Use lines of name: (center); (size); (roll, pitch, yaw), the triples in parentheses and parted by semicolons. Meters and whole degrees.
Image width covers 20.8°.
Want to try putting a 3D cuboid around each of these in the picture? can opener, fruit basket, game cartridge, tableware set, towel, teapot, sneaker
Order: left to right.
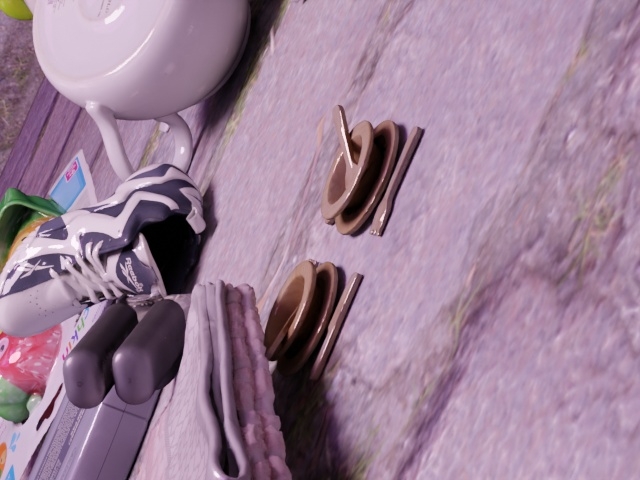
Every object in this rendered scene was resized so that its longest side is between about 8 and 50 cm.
fruit basket: (-0.323, 0.097, 1.911); (0.327, 0.165, 0.353); (-61, 20, 18)
game cartridge: (-0.230, 0.224, 1.629); (0.297, 0.062, 0.198); (-66, 20, 0)
sneaker: (-0.203, 0.027, 1.650); (0.235, 0.094, 0.153); (-30, 24, -7)
can opener: (-0.141, 0.098, 1.407); (0.283, 0.076, 0.095); (-66, -30, -77)
teapot: (-0.164, -0.223, 1.828); (0.256, 0.187, 0.252); (-43, 51, 18)
towel: (-0.102, 0.219, 1.153); (0.332, 0.053, 0.317); (-107, 34, -69)
tableware set: (0.000, 0.000, 1.218); (0.194, 0.039, 0.128); (-67, 16, -3)

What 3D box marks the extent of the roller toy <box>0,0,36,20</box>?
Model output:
roller toy: (-0.253, -0.323, 1.957); (0.146, 0.191, 0.209); (54, 134, 46)

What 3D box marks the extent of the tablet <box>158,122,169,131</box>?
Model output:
tablet: (-0.172, -0.168, 2.077); (0.083, 0.006, 0.054); (-66, 15, 0)

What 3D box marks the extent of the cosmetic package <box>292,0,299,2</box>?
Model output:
cosmetic package: (-0.032, -0.448, 1.645); (0.156, 0.217, 0.385); (-32, 36, 63)
